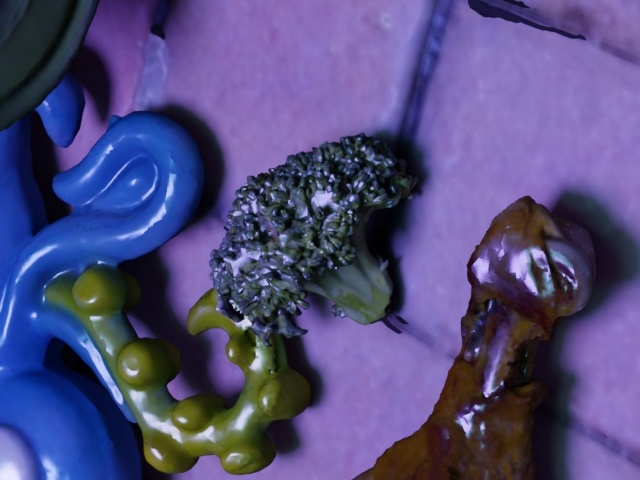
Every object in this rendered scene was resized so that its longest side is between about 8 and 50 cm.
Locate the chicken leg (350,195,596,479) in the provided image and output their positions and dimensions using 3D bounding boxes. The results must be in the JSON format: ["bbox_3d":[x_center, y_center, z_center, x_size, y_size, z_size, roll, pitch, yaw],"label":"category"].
[{"bbox_3d":[0.067,0.101,0.890,0.107,0.087,0.251,22,106,13],"label":"chicken leg"}]

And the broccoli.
[{"bbox_3d":[0.000,0.000,0.939,0.092,0.097,0.095,37,159,-19],"label":"broccoli"}]

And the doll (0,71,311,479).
[{"bbox_3d":[-0.176,0.064,1.071,0.346,0.099,0.341,-29,81,37],"label":"doll"}]

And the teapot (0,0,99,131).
[{"bbox_3d":[-0.262,-0.179,1.030,0.337,0.200,0.270,10,62,54],"label":"teapot"}]
